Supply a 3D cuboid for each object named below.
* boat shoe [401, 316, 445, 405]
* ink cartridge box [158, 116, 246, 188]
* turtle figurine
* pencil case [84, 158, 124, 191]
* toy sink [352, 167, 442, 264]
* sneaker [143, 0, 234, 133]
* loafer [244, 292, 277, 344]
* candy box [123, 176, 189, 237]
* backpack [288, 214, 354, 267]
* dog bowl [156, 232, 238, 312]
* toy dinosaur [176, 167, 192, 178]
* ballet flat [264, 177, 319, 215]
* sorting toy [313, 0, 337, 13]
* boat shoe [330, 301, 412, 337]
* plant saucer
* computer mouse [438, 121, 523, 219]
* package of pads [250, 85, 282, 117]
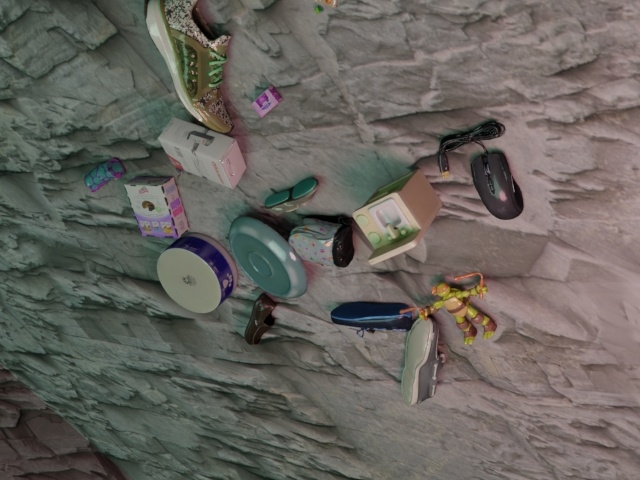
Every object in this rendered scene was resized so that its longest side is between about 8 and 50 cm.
[{"bbox_3d":[0.321,0.361,1.960,0.099,0.116,0.319,-3,119,-19],"label":"boat shoe"},{"bbox_3d":[-0.341,-0.255,1.888,0.218,0.092,0.158,23,159,17],"label":"ink cartridge box"},{"bbox_3d":[0.377,0.192,1.808,0.270,0.087,0.217,-32,108,29],"label":"turtle figurine"},{"bbox_3d":[-0.734,-0.220,2.185,0.152,0.064,0.070,-20,83,37],"label":"pencil case"},{"bbox_3d":[0.188,-0.067,1.656,0.153,0.234,0.131,-26,104,39],"label":"toy sink"},{"bbox_3d":[-0.313,-0.486,1.748,0.182,0.158,0.410,-18,115,18],"label":"sneaker"},{"bbox_3d":[-0.199,0.282,2.189,0.078,0.080,0.220,27,128,13],"label":"loafer"},{"bbox_3d":[-0.542,-0.111,2.143,0.165,0.070,0.196,4,121,27],"label":"candy box"},{"bbox_3d":[0.000,0.000,1.881,0.182,0.115,0.151,15,128,24],"label":"backpack"},{"bbox_3d":[-0.419,0.112,2.191,0.265,0.104,0.264,14,124,21],"label":"dog bowl"},{"bbox_3d":[-0.420,-0.230,2.035,0.082,0.047,0.090,20,94,28],"label":"toy dinosaur"},{"bbox_3d":[-0.071,-0.124,1.885,0.213,0.072,0.068,-18,136,37],"label":"ballet flat"},{"bbox_3d":[0.010,-0.589,1.572,0.062,0.012,0.083,22,127,16],"label":"sorting toy"},{"bbox_3d":[0.151,0.250,1.959,0.258,0.109,0.089,1,122,31],"label":"boat shoe"},{"bbox_3d":[-0.174,0.065,2.000,0.318,0.044,0.317,30,145,24],"label":"plant saucer"},{"bbox_3d":[0.389,-0.152,1.603,0.184,0.060,0.262,-8,114,32],"label":"computer mouse"},{"bbox_3d":[-0.150,-0.382,1.779,0.083,0.032,0.050,-33,101,39],"label":"package of pads"}]
